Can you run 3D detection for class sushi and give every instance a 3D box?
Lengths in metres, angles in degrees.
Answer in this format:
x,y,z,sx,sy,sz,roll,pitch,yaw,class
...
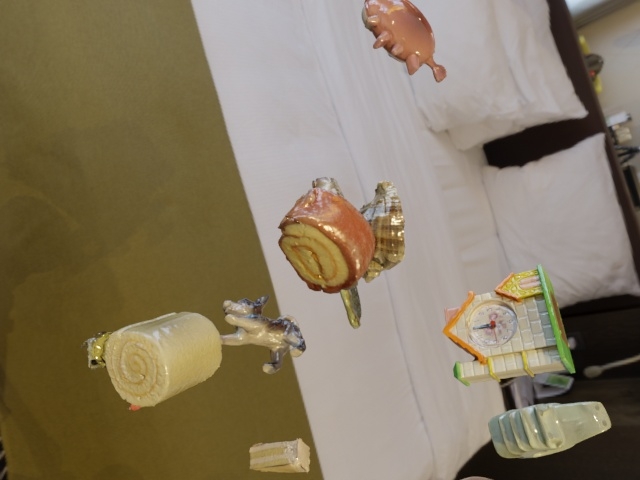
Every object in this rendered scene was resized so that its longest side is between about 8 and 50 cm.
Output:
x,y,z,sx,sy,sz,roll,pitch,yaw,class
-0.704,0.375,1.539,0.131,0.291,0.139,0,75,-31,sushi

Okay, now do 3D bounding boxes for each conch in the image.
x,y,z,sx,sy,sz,roll,pitch,yaw,class
0.139,-0.016,1.322,0.210,0.158,0.291,-101,-172,-76,conch

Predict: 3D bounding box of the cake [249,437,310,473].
x,y,z,sx,sy,sz,roll,pitch,yaw,class
-0.080,0.415,0.897,0.065,0.121,0.052,49,34,-42,cake

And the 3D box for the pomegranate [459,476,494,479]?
x,y,z,sx,sy,sz,roll,pitch,yaw,class
0.310,0.655,0.971,0.322,0.322,0.322,22,60,-44,pomegranate

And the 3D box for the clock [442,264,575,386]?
x,y,z,sx,sy,sz,roll,pitch,yaw,class
0.414,0.204,1.085,0.106,0.255,0.220,40,40,-43,clock

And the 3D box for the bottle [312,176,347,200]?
x,y,z,sx,sy,sz,roll,pitch,yaw,class
0.028,-0.128,1.401,0.099,0.099,0.152,28,37,-41,bottle

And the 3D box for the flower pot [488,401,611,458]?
x,y,z,sx,sy,sz,roll,pitch,yaw,class
0.805,0.661,1.666,0.367,0.254,0.165,1,58,-23,flower pot

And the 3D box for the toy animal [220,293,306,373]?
x,y,z,sx,sy,sz,roll,pitch,yaw,class
-0.231,0.333,1.844,0.344,0.194,0.303,34,21,-9,toy animal

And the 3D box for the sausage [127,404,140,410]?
x,y,z,sx,sy,sz,roll,pitch,yaw,class
-0.527,0.507,1.596,0.253,0.034,0.034,-25,96,-22,sausage

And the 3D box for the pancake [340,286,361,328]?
x,y,z,sx,sy,sz,roll,pitch,yaw,class
0.091,0.168,1.540,0.253,0.037,0.254,-14,90,-80,pancake

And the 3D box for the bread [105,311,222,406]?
x,y,z,sx,sy,sz,roll,pitch,yaw,class
-0.271,0.202,0.826,0.141,0.148,0.134,-12,110,-60,bread

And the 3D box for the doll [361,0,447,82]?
x,y,z,sx,sy,sz,roll,pitch,yaw,class
0.183,-0.452,1.029,0.262,0.093,0.211,43,46,-10,doll

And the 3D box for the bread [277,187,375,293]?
x,y,z,sx,sy,sz,roll,pitch,yaw,class
0.010,-0.002,1.054,0.244,0.190,0.123,56,42,-33,bread
